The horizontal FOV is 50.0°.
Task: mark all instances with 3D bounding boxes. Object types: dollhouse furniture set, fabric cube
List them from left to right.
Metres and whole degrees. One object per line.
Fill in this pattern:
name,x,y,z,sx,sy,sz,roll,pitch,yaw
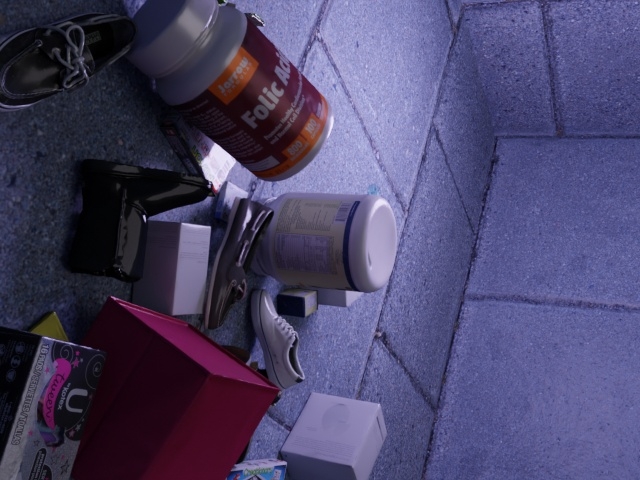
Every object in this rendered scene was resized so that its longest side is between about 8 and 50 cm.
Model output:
fabric cube,-0.276,0.284,1.167,0.258,0.259,0.254,-59,151,-3
dollhouse furniture set,-0.188,-0.522,1.509,0.152,0.076,0.058,15,79,-62

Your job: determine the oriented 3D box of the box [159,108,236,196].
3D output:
box,-0.256,-0.203,1.463,0.114,0.036,0.207,-66,148,-33

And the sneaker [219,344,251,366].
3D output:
sneaker,-0.258,0.323,1.498,0.290,0.106,0.123,-27,138,-58

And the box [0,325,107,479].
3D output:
box,-0.439,0.256,0.982,0.142,0.164,0.247,36,63,-61

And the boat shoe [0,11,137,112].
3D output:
boat shoe,-0.404,-0.287,1.081,0.306,0.105,0.113,-47,134,-51

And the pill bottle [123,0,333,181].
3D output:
pill bottle,-0.172,-0.306,1.332,0.392,0.224,0.223,38,58,-39

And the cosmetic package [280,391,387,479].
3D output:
cosmetic package,0.042,0.577,1.962,0.224,0.224,0.138,-54,139,-46

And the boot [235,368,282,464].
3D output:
boot,-0.161,0.422,1.695,0.179,0.085,0.236,20,76,-65

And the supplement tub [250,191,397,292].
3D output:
supplement tub,0.000,0.000,1.680,0.235,0.325,0.235,-15,107,-62

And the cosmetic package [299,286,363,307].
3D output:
cosmetic package,0.034,0.076,1.952,0.151,0.152,0.183,-30,120,-58

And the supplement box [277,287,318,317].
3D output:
supplement box,-0.061,0.166,1.853,0.083,0.083,0.056,-21,113,-60

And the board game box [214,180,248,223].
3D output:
board game box,-0.207,-0.082,1.597,0.090,0.020,0.089,31,68,-61

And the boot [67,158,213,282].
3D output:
boot,-0.321,-0.027,1.235,0.247,0.094,0.207,6,88,-33

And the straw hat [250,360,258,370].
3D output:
straw hat,-0.177,0.344,1.570,0.061,0.145,0.144,52,40,-11

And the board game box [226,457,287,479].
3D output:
board game box,-0.190,0.649,1.703,0.305,0.053,0.192,29,69,-61

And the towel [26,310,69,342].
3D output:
towel,-0.490,0.220,1.086,0.237,0.021,0.102,-52,142,-48

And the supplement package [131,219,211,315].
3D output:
supplement package,-0.293,0.054,1.352,0.105,0.105,0.179,9,85,-65

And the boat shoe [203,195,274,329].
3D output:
boat shoe,-0.172,0.043,1.471,0.112,0.096,0.335,105,-4,-54

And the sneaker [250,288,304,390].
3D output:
sneaker,-0.101,0.239,1.710,0.094,0.091,0.257,1,72,-73
